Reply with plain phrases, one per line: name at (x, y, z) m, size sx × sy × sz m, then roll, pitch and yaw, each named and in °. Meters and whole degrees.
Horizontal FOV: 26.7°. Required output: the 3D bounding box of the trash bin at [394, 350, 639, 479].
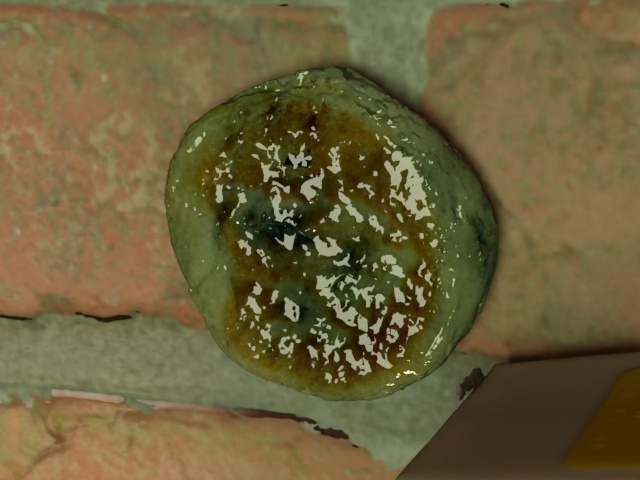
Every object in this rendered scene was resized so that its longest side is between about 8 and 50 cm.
trash bin at (0.235, 0.180, 0.589) m, size 0.368 × 0.256 × 0.295 m, roll -3°, pitch 108°, yaw 27°

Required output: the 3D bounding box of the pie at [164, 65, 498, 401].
pie at (0.000, 0.000, 0.719) m, size 0.187 × 0.041 × 0.186 m, roll 7°, pitch 109°, yaw 19°
